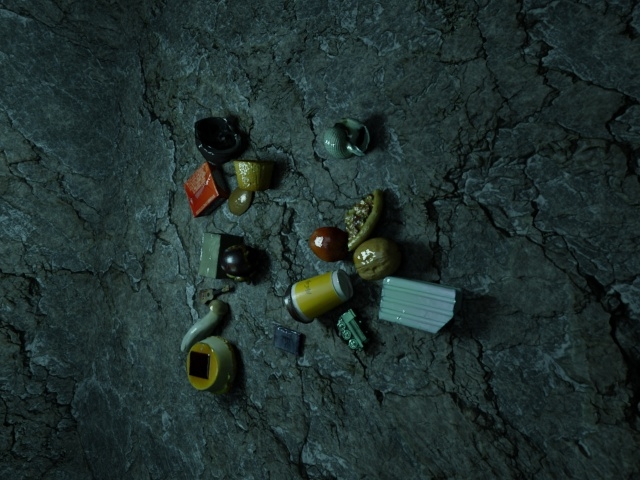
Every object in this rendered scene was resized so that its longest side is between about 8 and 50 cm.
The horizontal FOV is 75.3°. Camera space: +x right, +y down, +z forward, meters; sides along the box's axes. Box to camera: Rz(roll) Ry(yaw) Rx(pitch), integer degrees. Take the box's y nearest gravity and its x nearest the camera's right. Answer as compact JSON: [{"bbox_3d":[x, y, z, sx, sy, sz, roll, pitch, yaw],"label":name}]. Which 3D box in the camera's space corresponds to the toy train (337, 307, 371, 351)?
[{"bbox_3d":[0.143,0.374,1.727,0.111,0.071,0.171,-43,64,18],"label":"toy train"}]

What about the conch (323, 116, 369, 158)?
[{"bbox_3d":[0.113,-0.418,1.766,0.200,0.131,0.172,36,81,4],"label":"conch"}]

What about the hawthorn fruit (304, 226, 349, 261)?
[{"bbox_3d":[0.000,0.000,1.817,0.285,0.165,0.165,21,100,48],"label":"hawthorn fruit"}]

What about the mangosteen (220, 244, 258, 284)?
[{"bbox_3d":[-0.397,0.128,2.081,0.192,0.192,0.217,-1,107,36],"label":"mangosteen"}]

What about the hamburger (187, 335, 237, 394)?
[{"bbox_3d":[-0.559,0.647,2.159,0.275,0.179,0.295,-6,80,33],"label":"hamburger"}]

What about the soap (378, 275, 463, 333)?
[{"bbox_3d":[0.369,0.237,1.551,0.289,0.095,0.173,9,94,36],"label":"soap"}]

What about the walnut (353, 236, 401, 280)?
[{"bbox_3d":[0.225,0.071,1.632,0.197,0.165,0.165,-31,70,31],"label":"walnut"}]

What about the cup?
[{"bbox_3d":[-0.007,0.234,1.782,0.279,0.196,0.197,-26,72,25],"label":"cup"}]

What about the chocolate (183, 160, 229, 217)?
[{"bbox_3d":[-0.639,-0.278,2.325,0.237,0.108,0.235,-36,66,28],"label":"chocolate"}]

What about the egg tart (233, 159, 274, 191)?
[{"bbox_3d":[-0.332,-0.325,2.060,0.202,0.202,0.147,15,109,36],"label":"egg tart"}]

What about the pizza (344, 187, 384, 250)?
[{"bbox_3d":[0.163,-0.097,1.718,0.197,0.058,0.292,28,88,54],"label":"pizza"}]

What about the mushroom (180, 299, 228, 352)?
[{"bbox_3d":[-0.616,0.462,2.230,0.122,0.159,0.329,37,108,-4],"label":"mushroom"}]

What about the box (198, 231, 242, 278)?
[{"bbox_3d":[-0.527,0.080,2.189,0.155,0.148,0.232,10,93,37],"label":"box"}]

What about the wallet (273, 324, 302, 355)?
[{"bbox_3d":[-0.156,0.471,1.964,0.165,0.030,0.111,10,98,38],"label":"wallet"}]

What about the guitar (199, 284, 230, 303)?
[{"bbox_3d":[-0.573,0.285,2.276,0.271,0.038,0.084,-21,75,36],"label":"guitar"}]

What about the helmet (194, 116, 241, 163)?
[{"bbox_3d":[-0.555,-0.508,2.218,0.306,0.224,0.177,65,150,24],"label":"helmet"}]

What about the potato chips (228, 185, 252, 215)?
[{"bbox_3d":[-0.434,-0.220,2.205,0.201,0.049,0.150,-35,62,36],"label":"potato chips"}]
